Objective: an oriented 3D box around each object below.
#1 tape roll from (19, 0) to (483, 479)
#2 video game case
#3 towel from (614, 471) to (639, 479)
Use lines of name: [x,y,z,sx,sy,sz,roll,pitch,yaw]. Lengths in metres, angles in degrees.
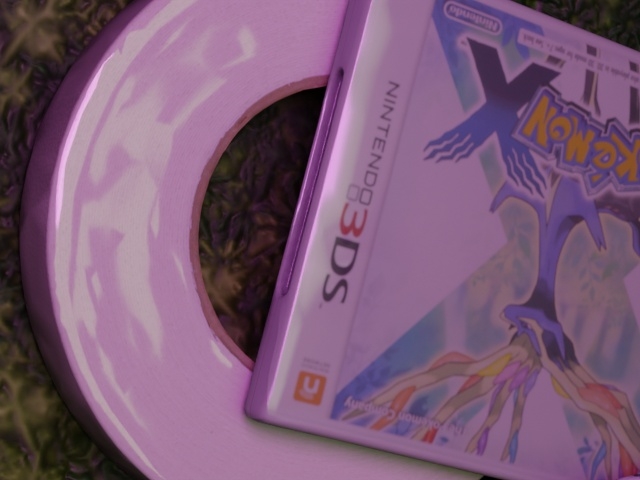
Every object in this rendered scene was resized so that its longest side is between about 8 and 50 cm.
tape roll: [0.000,0.000,1.031,0.392,0.072,0.392,-1,93,-26]
video game case: [0.135,0.006,1.037,0.329,0.036,0.300,17,85,-26]
towel: [0.278,0.280,1.027,0.235,0.121,0.283,-11,95,-26]
